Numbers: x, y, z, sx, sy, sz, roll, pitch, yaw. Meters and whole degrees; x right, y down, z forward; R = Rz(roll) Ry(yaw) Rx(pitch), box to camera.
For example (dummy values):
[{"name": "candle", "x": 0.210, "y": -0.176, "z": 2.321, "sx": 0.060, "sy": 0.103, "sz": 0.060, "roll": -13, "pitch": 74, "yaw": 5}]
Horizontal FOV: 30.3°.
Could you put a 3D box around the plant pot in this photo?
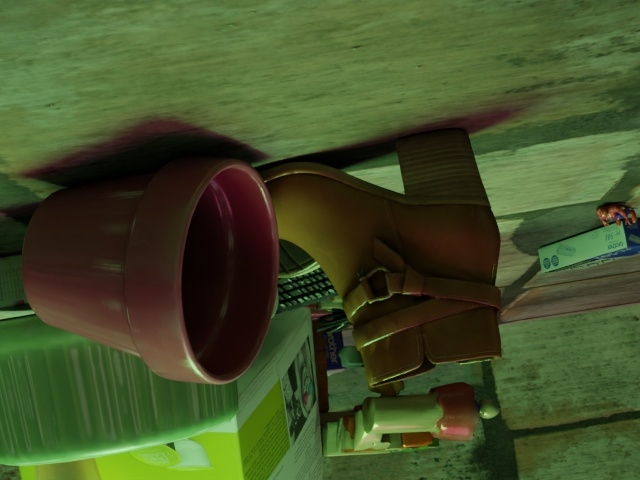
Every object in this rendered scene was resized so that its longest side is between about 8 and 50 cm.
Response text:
[{"name": "plant pot", "x": -0.156, "y": 0.021, "z": 1.058, "sx": 0.180, "sy": 0.201, "sz": 0.201, "roll": 5, "pitch": 176, "yaw": 23}]

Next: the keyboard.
[{"name": "keyboard", "x": 0.011, "y": 0.063, "z": 1.595, "sx": 0.201, "sy": 0.033, "sz": 0.317, "roll": 35, "pitch": 148, "yaw": -27}]

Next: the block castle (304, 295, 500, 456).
[{"name": "block castle", "x": 0.111, "y": 0.185, "z": 1.878, "sx": 0.212, "sy": 0.303, "sz": 0.453, "roll": 1, "pitch": 168, "yaw": -16}]

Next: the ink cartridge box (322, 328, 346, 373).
[{"name": "ink cartridge box", "x": -0.127, "y": 0.203, "z": 2.210, "sx": 0.395, "sy": 0.151, "sz": 0.270, "roll": -3, "pitch": 170, "yaw": -22}]

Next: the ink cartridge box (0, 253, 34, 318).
[{"name": "ink cartridge box", "x": -0.355, "y": 0.054, "z": 1.396, "sx": 0.181, "sy": 0.062, "sz": 0.104, "roll": -10, "pitch": 171, "yaw": 5}]

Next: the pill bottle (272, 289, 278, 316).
[{"name": "pill bottle", "x": -0.163, "y": 0.086, "z": 1.588, "sx": 0.208, "sy": 0.118, "sz": 0.117, "roll": -15, "pitch": 168, "yaw": 33}]

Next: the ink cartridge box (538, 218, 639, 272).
[{"name": "ink cartridge box", "x": 0.453, "y": 0.009, "z": 1.892, "sx": 0.097, "sy": 0.046, "sz": 0.207, "roll": -4, "pitch": 169, "yaw": -28}]

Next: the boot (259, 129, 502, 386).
[{"name": "boot", "x": 0.036, "y": 0.031, "z": 1.128, "sx": 0.283, "sy": 0.220, "sz": 0.109, "roll": -11, "pitch": 170, "yaw": 16}]

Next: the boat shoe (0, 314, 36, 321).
[{"name": "boat shoe", "x": -0.418, "y": 0.124, "z": 1.731, "sx": 0.207, "sy": 0.073, "sz": 0.073, "roll": -12, "pitch": 171, "yaw": 25}]

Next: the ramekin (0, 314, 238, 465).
[{"name": "ramekin", "x": -0.232, "y": 0.143, "z": 1.278, "sx": 0.303, "sy": 0.148, "sz": 0.303, "roll": -10, "pitch": 179, "yaw": 0}]

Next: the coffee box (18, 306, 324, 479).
[{"name": "coffee box", "x": -0.207, "y": 0.307, "z": 1.738, "sx": 0.337, "sy": 0.334, "sz": 0.338, "roll": 1, "pitch": -161, "yaw": 17}]

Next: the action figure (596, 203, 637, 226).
[{"name": "action figure", "x": 0.415, "y": -0.035, "z": 1.663, "sx": 0.038, "sy": 0.030, "sz": 0.115, "roll": -8, "pitch": 170, "yaw": 31}]

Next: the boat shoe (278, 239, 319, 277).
[{"name": "boat shoe", "x": 0.000, "y": 0.000, "z": 1.402, "sx": 0.190, "sy": 0.068, "sz": 0.072, "roll": -14, "pitch": 180, "yaw": 31}]
